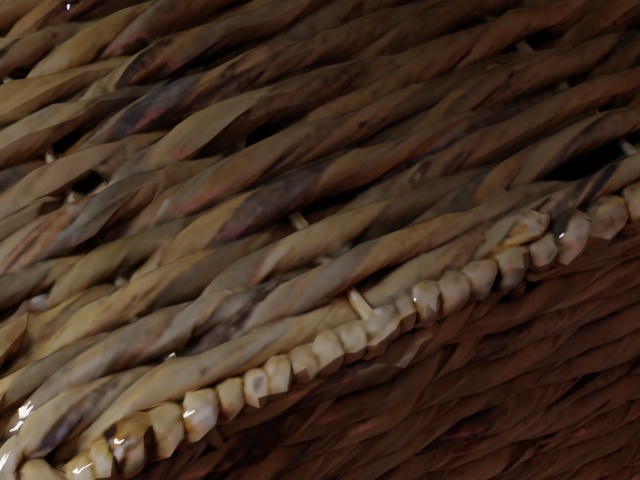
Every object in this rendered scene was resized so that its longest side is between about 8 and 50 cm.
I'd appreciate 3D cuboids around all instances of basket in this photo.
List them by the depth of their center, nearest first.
[{"bbox_3d":[0.000,0.000,0.526,0.299,0.213,0.223,-25,147,-18],"label":"basket"}]
